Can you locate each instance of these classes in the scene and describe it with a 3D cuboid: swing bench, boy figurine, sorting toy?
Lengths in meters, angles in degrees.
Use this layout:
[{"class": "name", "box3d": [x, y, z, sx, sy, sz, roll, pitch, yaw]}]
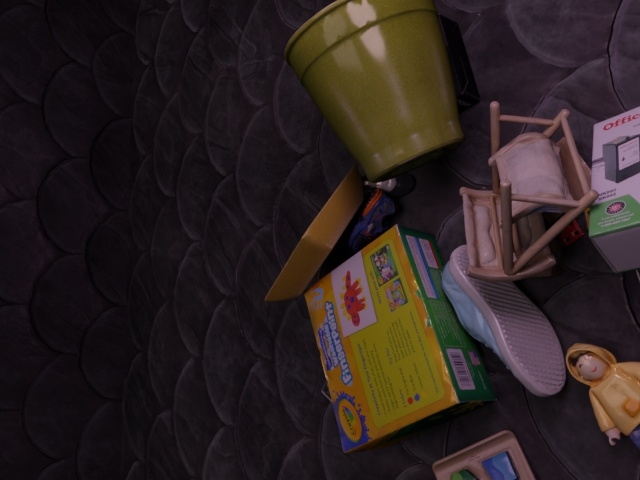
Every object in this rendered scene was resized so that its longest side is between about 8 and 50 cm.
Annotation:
[{"class": "swing bench", "box3d": [0.383, -0.088, 1.159, 0.255, 0.165, 0.253, 96, -179, -48]}, {"class": "boy figurine", "box3d": [0.580, 0.297, 1.112, 0.177, 0.092, 0.285, -55, 53, 31]}, {"class": "sorting toy", "box3d": [0.331, 0.582, 1.307, 0.307, 0.041, 0.229, -33, 55, 20]}, {"class": "sorting toy", "box3d": [0.514, -0.117, 1.262, 0.132, 0.046, 0.274, -46, 54, 34]}]

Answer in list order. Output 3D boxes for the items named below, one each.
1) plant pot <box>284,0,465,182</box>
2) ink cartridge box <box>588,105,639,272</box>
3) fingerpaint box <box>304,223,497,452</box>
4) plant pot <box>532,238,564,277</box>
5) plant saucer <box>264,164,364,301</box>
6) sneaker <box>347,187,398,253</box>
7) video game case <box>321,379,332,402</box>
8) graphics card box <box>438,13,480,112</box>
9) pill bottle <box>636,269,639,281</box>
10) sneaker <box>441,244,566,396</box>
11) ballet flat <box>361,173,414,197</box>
[{"class": "plant pot", "box3d": [0.153, -0.333, 1.364, 0.366, 0.366, 0.353, -25, 87, 43]}, {"class": "ink cartridge box", "box3d": [0.589, -0.109, 1.026, 0.211, 0.121, 0.289, -21, 38, 43]}, {"class": "fingerpaint box", "box3d": [0.175, 0.250, 1.488, 0.371, 0.163, 0.445, -39, 54, 36]}, {"class": "plant pot", "box3d": [0.457, 0.033, 1.271, 0.096, 0.109, 0.109, 10, 93, 36]}, {"class": "plant saucer", "box3d": [0.000, 0.000, 1.634, 0.081, 0.333, 0.333, 34, 138, 0]}, {"class": "sneaker", "box3d": [0.140, -0.038, 1.635, 0.221, 0.087, 0.083, -63, 0, 42]}, {"class": "video game case", "box3d": [0.093, 0.410, 1.680, 0.190, 0.022, 0.173, 36, 111, 43]}, {"class": "graphics card box", "box3d": [0.222, -0.389, 1.577, 0.371, 0.094, 0.233, -25, 70, 42]}, {"class": "pill bottle", "box3d": [0.678, 0.020, 1.006, 0.245, 0.130, 0.130, -20, 71, 44]}, {"class": "sneaker", "box3d": [0.396, 0.187, 1.325, 0.366, 0.135, 0.150, 63, 158, 25]}, {"class": "ballet flat", "box3d": [0.160, -0.152, 1.635, 0.203, 0.074, 0.074, 2, 87, 47]}]
